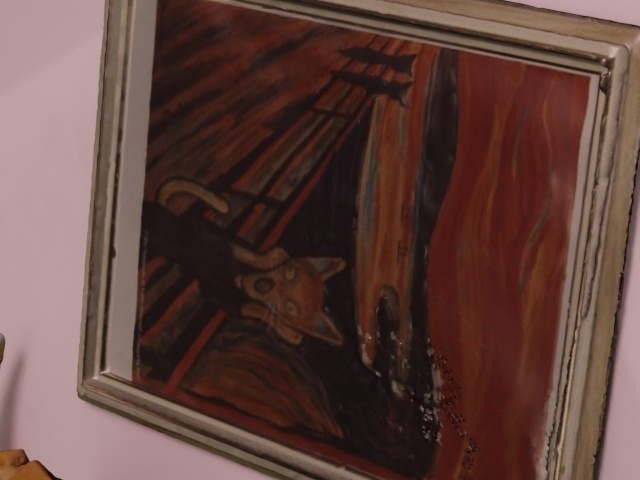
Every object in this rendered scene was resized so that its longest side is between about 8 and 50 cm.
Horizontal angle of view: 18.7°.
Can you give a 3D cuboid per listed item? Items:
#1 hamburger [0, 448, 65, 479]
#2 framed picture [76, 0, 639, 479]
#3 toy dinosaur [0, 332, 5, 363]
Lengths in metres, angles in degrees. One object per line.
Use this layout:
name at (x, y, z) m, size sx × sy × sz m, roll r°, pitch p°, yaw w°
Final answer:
hamburger at (-0.088, 0.226, 0.793) m, size 0.156 × 0.144 × 0.283 m, roll -1°, pitch 94°, yaw 41°
framed picture at (0.000, 0.000, 0.765) m, size 0.273 × 0.016 × 0.216 m, roll 16°, pitch 107°, yaw 38°
toy dinosaur at (-0.155, 0.146, 0.912) m, size 0.106 × 0.044 × 0.187 m, roll 40°, pitch 109°, yaw 14°
